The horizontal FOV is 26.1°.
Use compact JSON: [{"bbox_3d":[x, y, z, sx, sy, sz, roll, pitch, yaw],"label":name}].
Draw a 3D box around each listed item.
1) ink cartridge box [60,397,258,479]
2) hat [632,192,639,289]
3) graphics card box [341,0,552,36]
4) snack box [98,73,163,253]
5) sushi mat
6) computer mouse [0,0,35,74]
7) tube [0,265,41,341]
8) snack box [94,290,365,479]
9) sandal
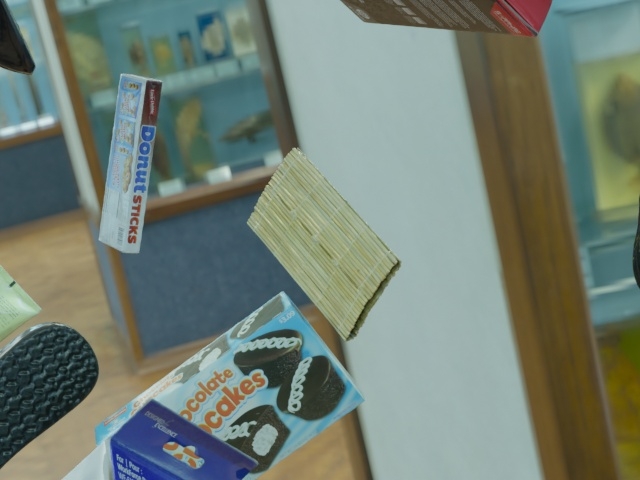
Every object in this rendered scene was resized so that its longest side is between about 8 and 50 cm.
[{"bbox_3d":[-0.198,0.281,1.110,0.333,0.165,0.065,-44,48,5],"label":"ink cartridge box"},{"bbox_3d":[0.580,-0.001,1.854,0.134,0.331,0.331,-21,16,-37],"label":"hat"},{"bbox_3d":[0.142,-0.411,2.073,0.371,0.094,0.233,13,-16,47],"label":"graphics card box"},{"bbox_3d":[-0.196,-0.080,1.419,0.022,0.178,0.064,4,9,-33],"label":"snack box"},{"bbox_3d":[0.000,0.000,2.114,0.019,0.151,0.316,14,26,-44],"label":"sushi mat"},{"bbox_3d":[-0.389,-0.299,1.475,0.060,0.262,0.184,-25,47,-7],"label":"computer mouse"},{"bbox_3d":[-0.419,0.125,1.517,0.062,0.070,0.240,27,61,29],"label":"tube"},{"bbox_3d":[-0.123,0.236,1.880,0.322,0.187,0.060,-36,24,2],"label":"snack box"},{"bbox_3d":[-0.513,0.277,1.943,0.446,0.167,0.107,-32,12,-22],"label":"sandal"}]
